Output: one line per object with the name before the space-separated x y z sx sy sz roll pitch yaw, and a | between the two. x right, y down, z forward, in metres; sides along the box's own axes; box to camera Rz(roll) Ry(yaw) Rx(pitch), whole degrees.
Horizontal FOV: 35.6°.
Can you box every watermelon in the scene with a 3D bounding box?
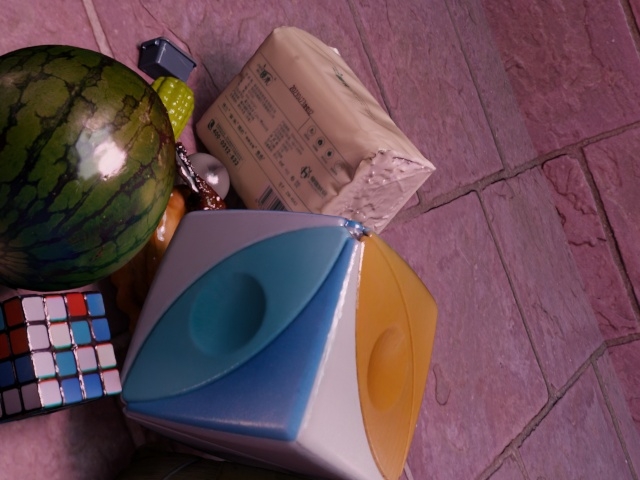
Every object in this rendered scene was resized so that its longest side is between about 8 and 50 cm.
watermelon | -0.373 -0.099 1.382 0.363 0.363 0.363 30 50 -45

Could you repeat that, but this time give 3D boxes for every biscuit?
biscuit | -0.235 0.067 1.700 0.325 0.107 0.326 25 57 -47

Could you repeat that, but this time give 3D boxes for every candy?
candy | -0.293 -0.198 1.765 0.097 0.096 0.210 46 46 -32

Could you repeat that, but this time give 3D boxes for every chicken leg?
chicken leg | -0.202 -0.047 1.675 0.106 0.051 0.253 -9 80 -53

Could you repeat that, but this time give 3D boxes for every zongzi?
zongzi | -0.178 0.426 1.372 0.323 0.360 0.160 -54 136 -49

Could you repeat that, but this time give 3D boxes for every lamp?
lamp | -0.217 -0.107 1.812 0.105 0.105 0.105 30 50 -45

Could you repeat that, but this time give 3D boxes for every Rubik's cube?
Rubik's cube | -0.051 0.170 1.515 0.352 0.351 0.347 43 58 -55
Rubik's cube | -0.392 0.163 1.377 0.151 0.154 0.155 1 74 -56

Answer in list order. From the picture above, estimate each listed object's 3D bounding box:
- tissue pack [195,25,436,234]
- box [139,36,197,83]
tissue pack | -0.019 -0.169 1.843 0.207 0.297 0.380 15 35 -51
box | -0.288 -0.328 1.858 0.099 0.074 0.054 35 61 -42
